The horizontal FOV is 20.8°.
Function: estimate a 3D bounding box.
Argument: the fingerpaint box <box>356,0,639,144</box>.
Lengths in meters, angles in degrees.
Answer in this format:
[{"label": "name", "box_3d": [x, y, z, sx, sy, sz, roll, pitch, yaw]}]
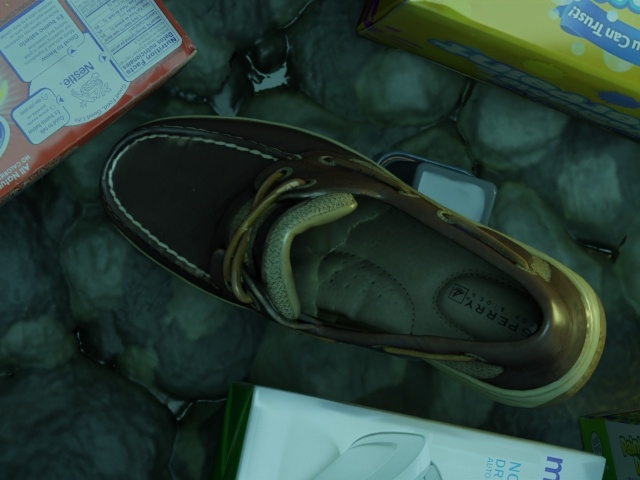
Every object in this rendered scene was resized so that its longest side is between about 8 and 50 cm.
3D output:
[{"label": "fingerpaint box", "box_3d": [0.300, -0.235, 1.149, 0.445, 0.163, 0.371, 21, 85, -9]}]

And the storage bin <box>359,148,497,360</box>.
[{"label": "storage bin", "box_3d": [0.071, 0.011, 1.134, 0.098, 0.091, 0.135, 17, 86, -10]}]

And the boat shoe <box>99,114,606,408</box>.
[{"label": "boat shoe", "box_3d": [0.000, 0.000, 1.036, 0.342, 0.123, 0.123, 25, 90, 24]}]

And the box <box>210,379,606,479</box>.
[{"label": "box", "box_3d": [0.033, 0.238, 1.105, 0.231, 0.127, 0.262, 13, 85, -9]}]

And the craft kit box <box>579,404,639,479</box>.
[{"label": "craft kit box", "box_3d": [0.322, 0.121, 1.102, 0.250, 0.246, 0.061, -9, 91, -12]}]

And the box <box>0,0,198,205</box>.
[{"label": "box", "box_3d": [-0.216, -0.084, 1.063, 0.257, 0.122, 0.128, -38, 95, -10]}]
